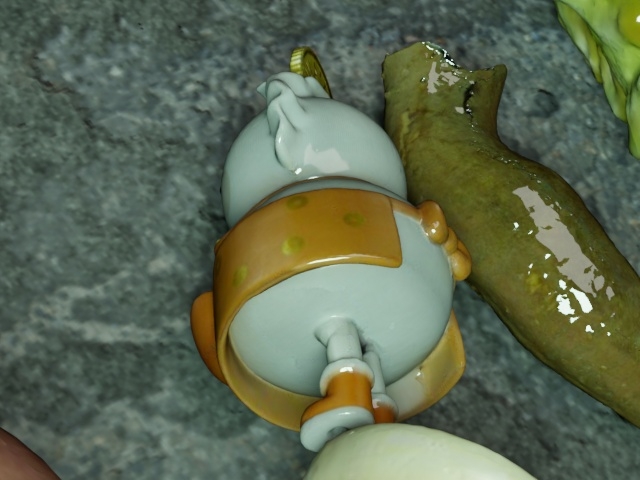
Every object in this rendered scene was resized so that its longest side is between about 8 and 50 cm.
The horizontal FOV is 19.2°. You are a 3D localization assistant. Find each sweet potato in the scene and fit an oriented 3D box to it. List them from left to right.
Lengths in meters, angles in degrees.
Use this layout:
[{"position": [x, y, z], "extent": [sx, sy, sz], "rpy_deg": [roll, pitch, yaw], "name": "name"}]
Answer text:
[{"position": [0.128, 0.001, 1.055], "extent": [0.286, 0.085, 0.112], "rpy_deg": [47, 48, 14], "name": "sweet potato"}]

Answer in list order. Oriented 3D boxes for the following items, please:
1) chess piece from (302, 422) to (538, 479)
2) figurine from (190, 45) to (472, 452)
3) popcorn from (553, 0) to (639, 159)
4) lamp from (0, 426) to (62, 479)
[{"position": [0.004, 0.237, 0.788], "extent": [0.167, 0.167, 0.300], "rpy_deg": [31, 54, 2], "name": "chess piece"}, {"position": [0.009, 0.000, 0.977], "extent": [0.143, 0.143, 0.271], "rpy_deg": [18, 52, -9], "name": "figurine"}, {"position": [0.278, -0.174, 1.131], "extent": [0.274, 0.279, 0.335], "rpy_deg": [-29, 81, -15], "name": "popcorn"}, {"position": [-0.215, 0.170, 0.652], "extent": [0.305, 0.305, 0.239], "rpy_deg": [-32, 73, -36], "name": "lamp"}]
